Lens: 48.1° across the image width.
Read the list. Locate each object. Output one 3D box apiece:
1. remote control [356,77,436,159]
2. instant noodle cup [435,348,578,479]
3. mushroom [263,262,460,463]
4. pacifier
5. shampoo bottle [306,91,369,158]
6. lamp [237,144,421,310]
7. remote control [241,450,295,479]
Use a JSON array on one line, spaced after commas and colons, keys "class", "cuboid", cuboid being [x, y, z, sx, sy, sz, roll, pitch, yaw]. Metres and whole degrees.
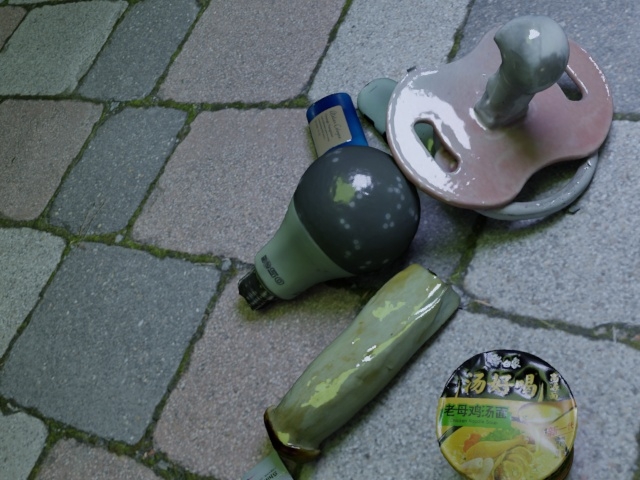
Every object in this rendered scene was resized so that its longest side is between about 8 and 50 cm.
[{"class": "remote control", "cuboid": [0.139, -0.196, 1.161, 0.097, 0.045, 0.256, -41, 46, -3]}, {"class": "instant noodle cup", "cuboid": [0.215, 0.212, 0.791, 0.151, 0.122, 0.152, -16, 53, 22]}, {"class": "mushroom", "cuboid": [0.049, 0.158, 0.945, 0.312, 0.081, 0.100, -45, 55, -8]}, {"class": "pacifier", "cuboid": [0.249, -0.185, 0.971, 0.332, 0.273, 0.220, -29, 37, -11]}, {"class": "shampoo bottle", "cuboid": [0.031, -0.168, 1.196, 0.087, 0.050, 0.183, -23, 51, 9]}, {"class": "lamp", "cuboid": [0.012, 0.008, 1.032, 0.314, 0.182, 0.182, -53, 47, 14]}, {"class": "remote control", "cuboid": [-0.037, 0.345, 0.898, 0.065, 0.029, 0.166, -39, 54, -2]}]
